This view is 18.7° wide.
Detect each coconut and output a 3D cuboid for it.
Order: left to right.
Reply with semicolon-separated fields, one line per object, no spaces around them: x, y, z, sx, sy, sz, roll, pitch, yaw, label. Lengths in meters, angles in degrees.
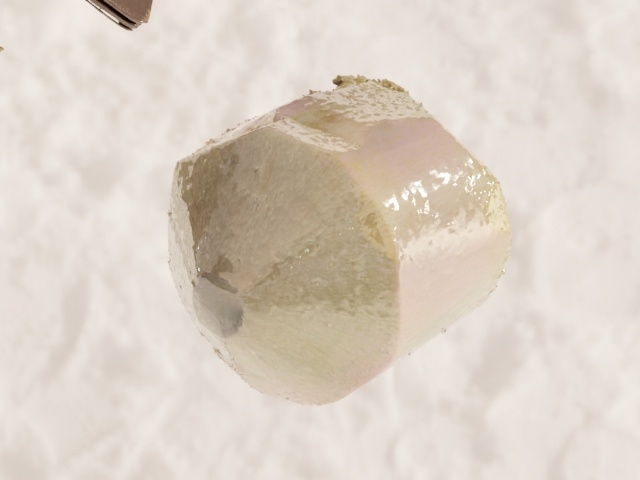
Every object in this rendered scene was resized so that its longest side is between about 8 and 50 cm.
0.000;0.000;1.840;0.297;0.297;0.309;38;38;22;coconut

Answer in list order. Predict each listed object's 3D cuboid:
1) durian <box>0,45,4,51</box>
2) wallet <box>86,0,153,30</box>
-0.389;-0.138;1.810;0.132;0.182;0.165;45;66;2;durian
-0.188;-0.220;1.360;0.176;0.026;0.095;34;39;-32;wallet
